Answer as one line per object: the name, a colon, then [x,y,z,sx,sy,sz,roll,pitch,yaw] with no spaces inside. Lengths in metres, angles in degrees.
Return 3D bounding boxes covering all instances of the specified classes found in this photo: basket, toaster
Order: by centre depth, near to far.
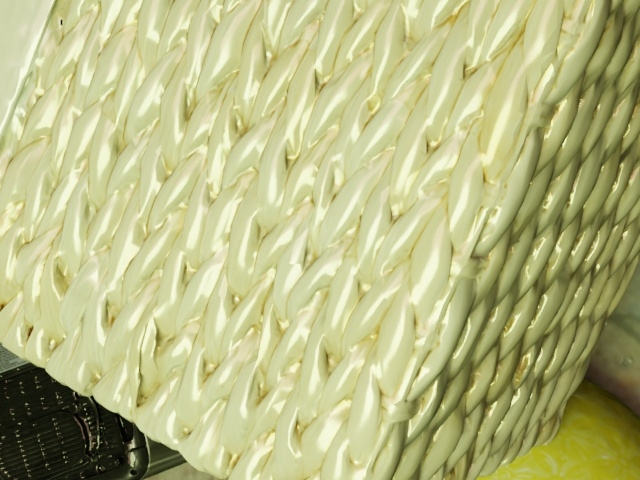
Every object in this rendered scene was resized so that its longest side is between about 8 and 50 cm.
basket: [0.028,-0.070,0.716,0.266,0.328,0.331,28,105,23]
toaster: [-0.191,0.109,1.049,0.185,0.110,0.168,-21,83,20]

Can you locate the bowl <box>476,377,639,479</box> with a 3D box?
bowl: [0.111,0.225,0.859,0.289,0.156,0.289,0,96,-2]
